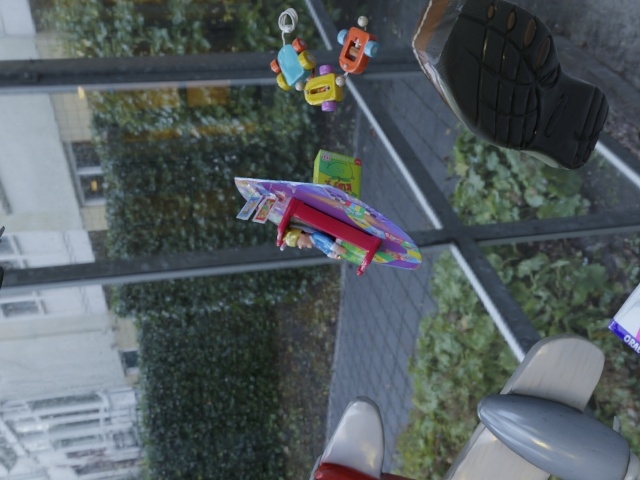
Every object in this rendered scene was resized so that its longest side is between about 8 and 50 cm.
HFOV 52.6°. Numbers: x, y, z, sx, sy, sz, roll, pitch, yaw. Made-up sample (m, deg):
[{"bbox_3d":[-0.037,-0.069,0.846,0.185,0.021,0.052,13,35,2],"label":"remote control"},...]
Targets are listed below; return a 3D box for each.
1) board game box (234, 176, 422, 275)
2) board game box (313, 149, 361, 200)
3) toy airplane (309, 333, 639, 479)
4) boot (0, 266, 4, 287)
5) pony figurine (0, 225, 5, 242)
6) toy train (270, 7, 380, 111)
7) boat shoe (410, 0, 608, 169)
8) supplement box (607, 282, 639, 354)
[{"bbox_3d":[0.000,0.000,0.531,0.168,0.133,0.033,10,68,45],"label":"board game box"},{"bbox_3d":[0.031,-0.091,1.300,0.043,0.092,0.181,121,158,-54],"label":"board game box"},{"bbox_3d":[0.150,0.322,0.630,0.272,0.384,0.386,-136,27,-74],"label":"toy airplane"},{"bbox_3d":[-0.585,0.101,0.938,0.305,0.115,0.112,-96,25,-74],"label":"boot"},{"bbox_3d":[-0.826,-0.050,1.256,0.363,0.350,0.303,-124,35,-56],"label":"pony figurine"},{"bbox_3d":[0.008,-0.238,0.846,0.166,0.046,0.125,31,112,35],"label":"toy train"},{"bbox_3d":[0.191,-0.159,0.695,0.120,0.324,0.123,33,99,43],"label":"boat shoe"},{"bbox_3d":[0.304,0.006,0.399,0.111,0.113,0.220,51,135,38],"label":"supplement box"}]
